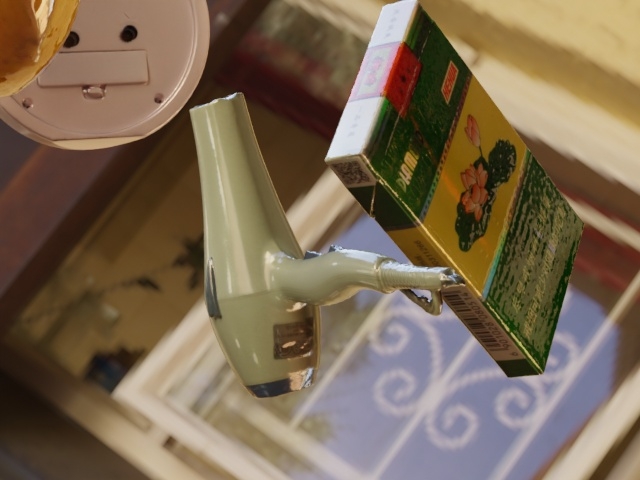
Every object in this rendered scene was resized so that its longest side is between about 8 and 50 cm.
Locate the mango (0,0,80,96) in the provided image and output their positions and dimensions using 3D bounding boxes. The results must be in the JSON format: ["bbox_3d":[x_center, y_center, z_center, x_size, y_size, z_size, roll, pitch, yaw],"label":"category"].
[{"bbox_3d":[-0.128,-0.154,0.641,0.141,0.102,0.217,3,-66,32],"label":"mango"}]

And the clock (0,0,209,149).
[{"bbox_3d":[-0.193,-0.173,1.528,0.197,0.197,0.068,41,-10,-14],"label":"clock"}]

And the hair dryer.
[{"bbox_3d":[-0.011,-0.016,0.971,0.199,0.067,0.167,-35,-105,55],"label":"hair dryer"}]

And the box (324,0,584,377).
[{"bbox_3d":[0.093,-0.030,1.204,0.034,0.132,0.235,-8,-41,37],"label":"box"}]
